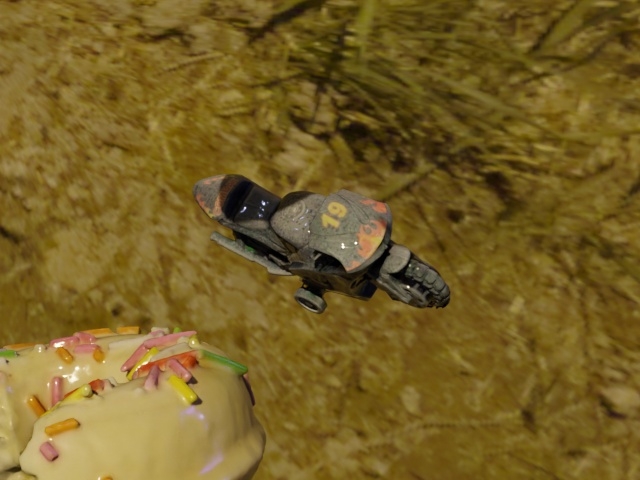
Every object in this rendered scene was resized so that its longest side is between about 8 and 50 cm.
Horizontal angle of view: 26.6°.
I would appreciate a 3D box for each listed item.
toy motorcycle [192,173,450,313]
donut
[{"bbox_3d":[0.000,0.000,1.494,0.108,0.307,0.173,-60,139,-19],"label":"toy motorcycle"},{"bbox_3d":[-0.211,0.177,1.276,0.307,0.371,0.150,-13,100,-38],"label":"donut"}]
